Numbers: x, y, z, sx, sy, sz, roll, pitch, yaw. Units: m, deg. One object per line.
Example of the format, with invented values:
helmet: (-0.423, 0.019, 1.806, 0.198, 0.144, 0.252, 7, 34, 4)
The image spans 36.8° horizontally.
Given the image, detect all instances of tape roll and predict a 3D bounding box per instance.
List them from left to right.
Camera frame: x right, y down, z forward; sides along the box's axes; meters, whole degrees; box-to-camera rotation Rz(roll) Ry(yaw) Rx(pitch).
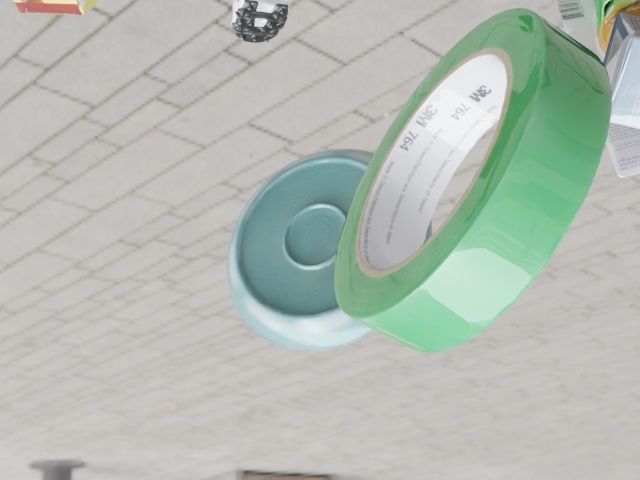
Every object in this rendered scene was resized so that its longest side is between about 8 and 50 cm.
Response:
tape roll: (0.129, -0.056, 0.890, 0.077, 0.321, 0.321, 29, 146, -17)

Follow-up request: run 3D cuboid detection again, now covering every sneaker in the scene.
sneaker: (-0.049, -0.329, 1.053, 0.078, 0.106, 0.234, 2, 151, -24)

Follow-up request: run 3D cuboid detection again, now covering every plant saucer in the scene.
plant saucer: (0.000, 0.000, 1.361, 0.317, 0.318, 0.044, -13, 151, 19)

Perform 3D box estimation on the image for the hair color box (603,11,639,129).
hair color box: (0.545, -0.178, 1.186, 0.374, 0.185, 0.114, 13, 114, 7)

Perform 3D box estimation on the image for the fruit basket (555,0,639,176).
fruit basket: (0.543, -0.275, 1.408, 0.327, 0.353, 0.165, -15, 159, 6)

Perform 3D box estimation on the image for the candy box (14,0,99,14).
candy box: (-0.285, -0.348, 1.183, 0.109, 0.187, 0.053, 10, 139, 30)
